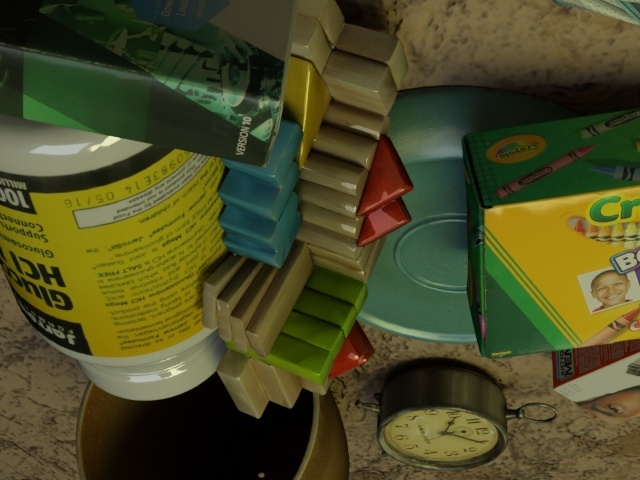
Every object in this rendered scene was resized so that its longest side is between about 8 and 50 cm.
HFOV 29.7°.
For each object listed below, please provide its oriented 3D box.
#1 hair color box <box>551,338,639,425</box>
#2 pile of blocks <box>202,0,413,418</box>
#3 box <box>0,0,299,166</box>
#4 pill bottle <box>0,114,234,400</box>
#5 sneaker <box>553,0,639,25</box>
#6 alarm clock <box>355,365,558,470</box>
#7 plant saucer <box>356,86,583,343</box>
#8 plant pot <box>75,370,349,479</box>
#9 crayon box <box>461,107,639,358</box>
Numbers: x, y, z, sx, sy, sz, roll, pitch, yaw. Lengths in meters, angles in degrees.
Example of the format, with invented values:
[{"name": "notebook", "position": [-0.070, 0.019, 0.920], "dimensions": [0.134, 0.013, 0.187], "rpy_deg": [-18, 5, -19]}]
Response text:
[{"name": "hair color box", "position": [0.304, 0.105, 1.094], "dimensions": [0.093, 0.053, 0.167], "rpy_deg": [31, 137, -29]}, {"name": "pile of blocks", "position": [0.000, 0.000, 0.864], "dimensions": [0.112, 0.149, 0.362], "rpy_deg": [19, 130, 19]}, {"name": "box", "position": [-0.169, -0.167, 0.673], "dimensions": [0.322, 0.232, 0.058], "rpy_deg": [10, 138, -5]}, {"name": "pill bottle", "position": [-0.151, -0.027, 0.885], "dimensions": [0.187, 0.188, 0.334], "rpy_deg": [2, 142, 7]}, {"name": "sneaker", "position": [0.140, -0.188, 0.701], "dimensions": [0.283, 0.110, 0.122], "rpy_deg": [29, 162, -11]}, {"name": "alarm clock", "position": [0.140, 0.174, 1.199], "dimensions": [0.192, 0.064, 0.129], "rpy_deg": [-4, 141, 18]}, {"name": "plant saucer", "position": [0.113, 0.000, 0.998], "dimensions": [0.317, 0.044, 0.318], "rpy_deg": [4, 141, 3]}, {"name": "plant pot", "position": [-0.070, 0.205, 1.166], "dimensions": [0.237, 0.237, 0.254], "rpy_deg": [-8, 154, 18]}, {"name": "crayon box", "position": [0.246, -0.012, 0.877], "dimensions": [0.278, 0.081, 0.165], "rpy_deg": [-8, 136, 1]}]
